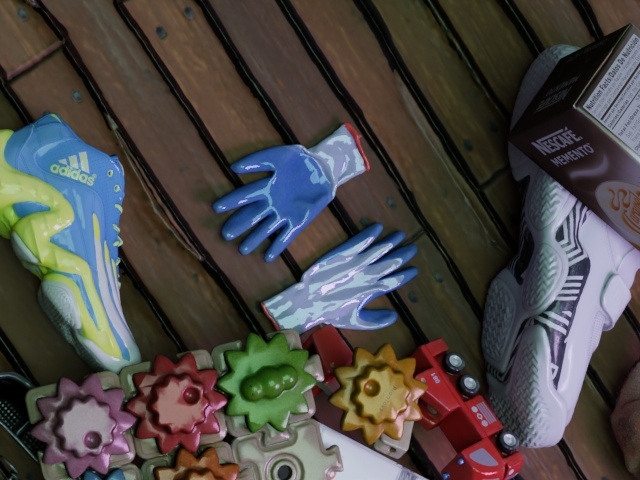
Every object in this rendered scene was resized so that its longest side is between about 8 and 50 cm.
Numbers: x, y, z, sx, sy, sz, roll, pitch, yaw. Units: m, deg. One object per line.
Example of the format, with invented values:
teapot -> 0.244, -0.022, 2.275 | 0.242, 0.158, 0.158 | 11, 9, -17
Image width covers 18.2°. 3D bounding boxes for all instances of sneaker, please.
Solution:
sneaker -> -0.194, -0.002, 1.673 | 0.126, 0.091, 0.240 | -37, 101, -17
sneaker -> 0.274, 0.014, 1.820 | 0.210, 0.137, 0.365 | 9, 84, -17

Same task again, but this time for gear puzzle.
gear puzzle -> -0.064, 0.168, 1.655 | 0.339, 0.044, 0.175 | -13, 92, -16

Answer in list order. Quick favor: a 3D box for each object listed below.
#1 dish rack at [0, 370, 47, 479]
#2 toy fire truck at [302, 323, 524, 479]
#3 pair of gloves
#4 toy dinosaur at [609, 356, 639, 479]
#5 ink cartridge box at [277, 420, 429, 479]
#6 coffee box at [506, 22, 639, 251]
dish rack -> -0.292, 0.264, 1.648 | 0.271, 0.074, 0.208 | -45, 104, -14
toy fire truck -> 0.078, 0.150, 1.762 | 0.135, 0.047, 0.192 | -21, 69, -37
pair of gloves -> 0.000, 0.000, 1.781 | 0.159, 0.023, 0.198 | -30, 100, -17
toy dinosaur -> 0.326, 0.206, 1.851 | 0.127, 0.200, 0.295 | -3, 69, -37
ink cartridge box -> 0.036, 0.271, 1.760 | 0.218, 0.092, 0.158 | 30, 80, -19
coffee box -> 0.299, -0.057, 1.697 | 0.246, 0.141, 0.098 | 39, 71, -9
